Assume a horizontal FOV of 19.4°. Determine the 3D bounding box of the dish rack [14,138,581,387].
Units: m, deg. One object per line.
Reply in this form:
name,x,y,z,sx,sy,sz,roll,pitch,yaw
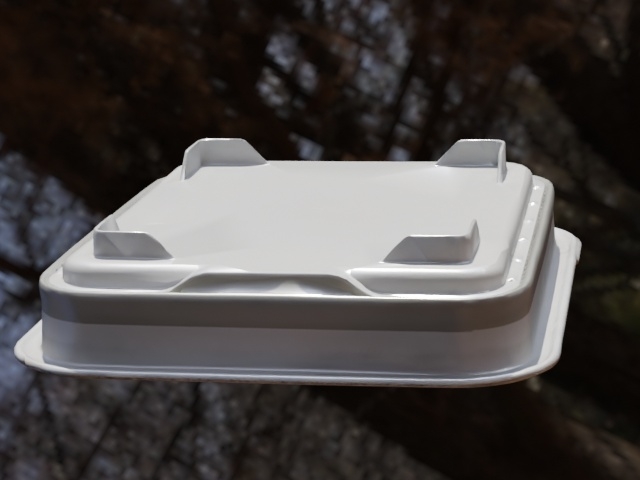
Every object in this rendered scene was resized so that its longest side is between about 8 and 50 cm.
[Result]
dish rack,0.000,0.000,1.056,0.333,0.285,0.072,-56,-34,-72
